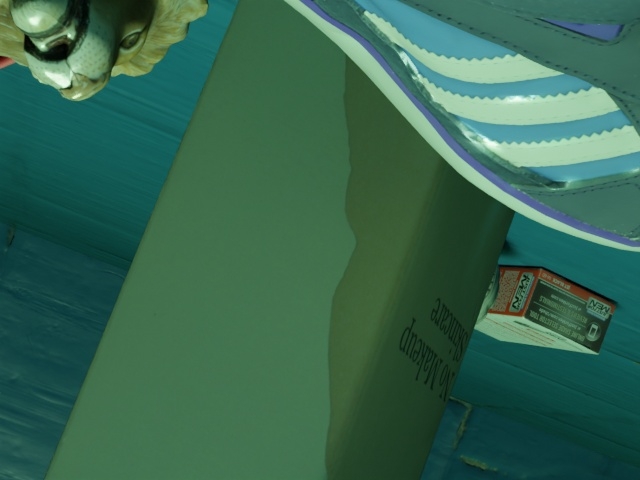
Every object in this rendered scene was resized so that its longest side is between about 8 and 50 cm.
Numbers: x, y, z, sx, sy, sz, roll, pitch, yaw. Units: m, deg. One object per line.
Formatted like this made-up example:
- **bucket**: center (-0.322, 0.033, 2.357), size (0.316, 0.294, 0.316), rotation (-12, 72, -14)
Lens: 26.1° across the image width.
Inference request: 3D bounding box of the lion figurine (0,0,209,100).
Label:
- **lion figurine**: center (-0.265, -0.138, 0.631), size (0.392, 0.142, 0.240), rotation (-3, 156, 25)

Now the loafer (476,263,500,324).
- **loafer**: center (0.000, 0.000, 1.212), size (0.320, 0.112, 0.111), rotation (9, 163, 18)

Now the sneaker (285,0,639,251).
- **sneaker**: center (0.102, -0.081, 0.379), size (0.323, 0.130, 0.236), rotation (30, 172, -23)

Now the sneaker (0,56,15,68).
- **sneaker**: center (-0.181, -0.140, 0.776), size (0.081, 0.094, 0.208), rotation (22, 173, -20)

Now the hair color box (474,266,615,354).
- **hair color box**: center (0.190, 0.063, 1.316), size (0.093, 0.053, 0.167), rotation (25, 171, -24)

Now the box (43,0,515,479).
- **box**: center (-0.001, 0.020, 0.628), size (0.121, 0.311, 0.148), rotation (17, 170, 21)
